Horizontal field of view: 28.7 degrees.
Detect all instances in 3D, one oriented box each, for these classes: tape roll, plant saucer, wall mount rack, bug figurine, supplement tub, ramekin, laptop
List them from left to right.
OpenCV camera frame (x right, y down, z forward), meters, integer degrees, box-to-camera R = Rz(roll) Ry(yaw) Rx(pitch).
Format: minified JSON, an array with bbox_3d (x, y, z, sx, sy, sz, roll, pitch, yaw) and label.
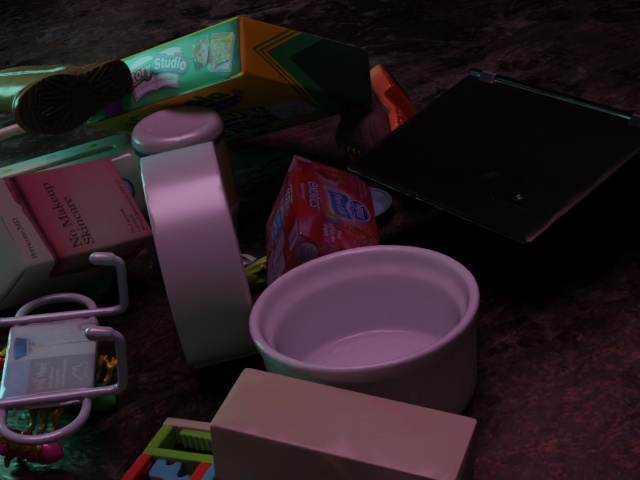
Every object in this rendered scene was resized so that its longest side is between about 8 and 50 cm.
[{"bbox_3d":[-0.393,0.112,1.554,0.304,0.130,0.350,-5,27,-6],"label":"wall mount rack"},{"bbox_3d":[-0.385,0.210,1.583,0.216,0.072,0.279,10,29,22],"label":"bug figurine"},{"bbox_3d":[-0.206,-0.095,1.947,0.144,0.199,0.144,-7,28,4],"label":"supplement tub"},{"bbox_3d":[-0.155,0.019,1.637,0.100,0.286,0.286,-14,28,-5],"label":"tape roll"},{"bbox_3d":[0.054,-0.047,1.962,0.119,0.021,0.119,-8,28,4],"label":"plant saucer"},{"bbox_3d":[0.060,0.131,1.515,0.277,0.135,0.277,-8,28,4],"label":"ramekin"},{"bbox_3d":[0.335,-0.093,1.838,0.408,0.236,0.382,24,2,-42],"label":"laptop"}]

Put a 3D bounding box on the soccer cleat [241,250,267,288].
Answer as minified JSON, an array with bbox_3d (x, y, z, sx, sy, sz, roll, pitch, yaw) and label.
[{"bbox_3d":[-0.130,0.047,1.821,0.179,0.060,0.072,-7,18,-7],"label":"soccer cleat"}]

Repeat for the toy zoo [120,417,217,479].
[{"bbox_3d":[-0.150,0.304,1.375,0.192,0.030,0.293,4,31,23],"label":"toy zoo"}]

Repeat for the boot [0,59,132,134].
[{"bbox_3d":[-0.464,-0.226,1.992,0.270,0.089,0.236,4,20,39],"label":"boot"}]

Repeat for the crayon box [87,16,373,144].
[{"bbox_3d":[-0.153,-0.251,2.067,0.363,0.106,0.313,-12,-9,40],"label":"crayon box"}]

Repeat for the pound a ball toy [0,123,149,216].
[{"bbox_3d":[-0.445,-0.094,2.016,0.319,0.208,0.136,-18,28,-16],"label":"pound a ball toy"}]

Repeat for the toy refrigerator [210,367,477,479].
[{"bbox_3d":[0.026,0.230,1.356,0.270,0.094,0.102,10,37,17],"label":"toy refrigerator"}]

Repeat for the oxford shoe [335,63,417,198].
[{"bbox_3d":[0.105,-0.157,2.084,0.133,0.130,0.363,-35,29,14],"label":"oxford shoe"}]

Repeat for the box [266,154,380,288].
[{"bbox_3d":[0.000,0.000,1.744,0.123,0.128,0.257,18,25,-12],"label":"box"}]

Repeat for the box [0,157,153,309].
[{"bbox_3d":[-0.388,-0.013,1.814,0.232,0.148,0.127,-17,-19,-47],"label":"box"}]
